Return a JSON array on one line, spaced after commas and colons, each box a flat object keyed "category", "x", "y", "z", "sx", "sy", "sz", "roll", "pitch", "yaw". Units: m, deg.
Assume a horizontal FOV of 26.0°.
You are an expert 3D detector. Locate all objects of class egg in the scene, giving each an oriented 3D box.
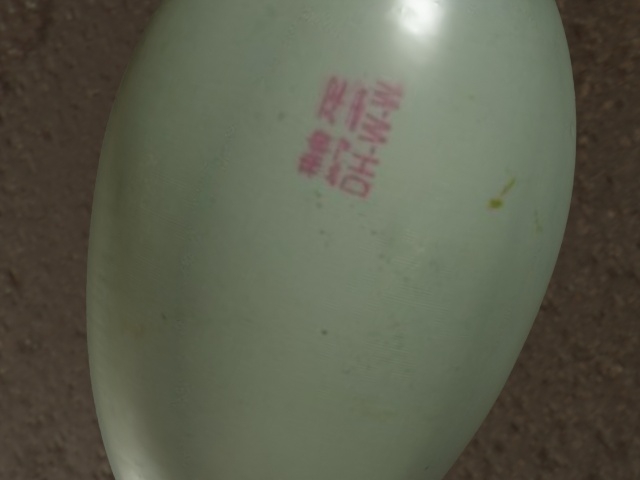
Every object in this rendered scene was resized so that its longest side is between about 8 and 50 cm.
[{"category": "egg", "x": 0.000, "y": 0.000, "z": 0.690, "sx": 0.230, "sy": 0.230, "sz": 0.371, "roll": 21, "pitch": 102, "yaw": 33}]
